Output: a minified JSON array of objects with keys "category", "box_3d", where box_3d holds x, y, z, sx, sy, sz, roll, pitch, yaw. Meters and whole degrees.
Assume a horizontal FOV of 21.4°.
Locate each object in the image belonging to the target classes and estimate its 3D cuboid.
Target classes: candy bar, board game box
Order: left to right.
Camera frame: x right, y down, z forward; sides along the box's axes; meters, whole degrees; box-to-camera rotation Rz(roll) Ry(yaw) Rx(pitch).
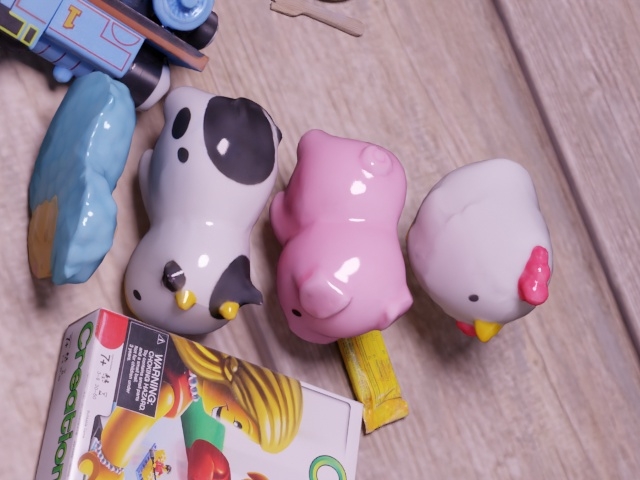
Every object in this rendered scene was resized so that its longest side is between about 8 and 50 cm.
[{"category":"board game box","box_3d":[-0.081,0.212,0.979,0.193,0.053,0.305,22,61,-28]},{"category":"candy bar","box_3d":[0.019,0.048,1.137,0.040,0.018,0.161,-16,82,-37]}]

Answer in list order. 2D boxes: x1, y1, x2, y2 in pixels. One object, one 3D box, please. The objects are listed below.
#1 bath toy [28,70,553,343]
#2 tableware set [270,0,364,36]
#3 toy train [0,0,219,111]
[{"category":"bath toy","box_3d":[0.000,0.000,1.055,0.348,0.129,0.151,9,109,-25]},{"category":"tableware set","box_3d":[-0.035,-0.231,1.190,0.194,0.039,0.128,15,64,-31]},{"category":"toy train","box_3d":[-0.149,-0.151,1.043,0.184,0.080,0.105,31,87,-32]}]
